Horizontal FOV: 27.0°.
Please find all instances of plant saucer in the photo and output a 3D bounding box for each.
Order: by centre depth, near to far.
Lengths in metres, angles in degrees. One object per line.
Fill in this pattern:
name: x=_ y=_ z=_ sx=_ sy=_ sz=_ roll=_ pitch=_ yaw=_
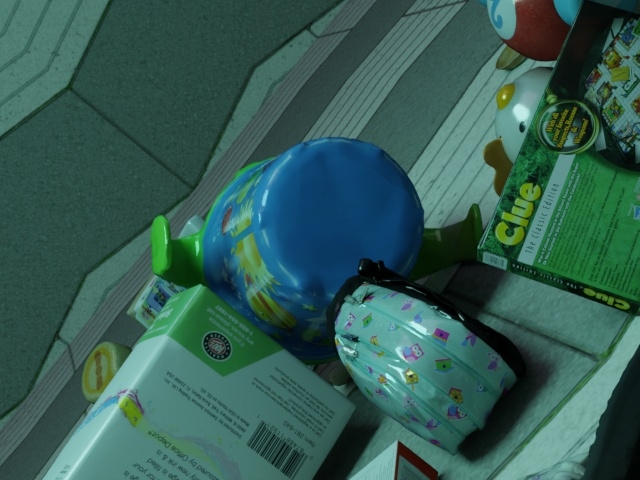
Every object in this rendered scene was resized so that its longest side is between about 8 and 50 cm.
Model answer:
plant saucer: x=0.267 y=-0.256 z=1.780 sx=0.083 sy=0.015 sz=0.083 roll=-47 pitch=14 yaw=15

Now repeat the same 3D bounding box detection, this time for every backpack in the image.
backpack: x=0.092 y=0.106 z=1.156 sx=0.115 sy=0.152 sz=0.182 roll=-57 pitch=26 yaw=-4

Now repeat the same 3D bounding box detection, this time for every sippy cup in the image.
sippy cup: x=0.000 y=0.000 z=1.358 sx=0.305 sy=0.240 sz=0.224 roll=-38 pitch=-3 yaw=-16

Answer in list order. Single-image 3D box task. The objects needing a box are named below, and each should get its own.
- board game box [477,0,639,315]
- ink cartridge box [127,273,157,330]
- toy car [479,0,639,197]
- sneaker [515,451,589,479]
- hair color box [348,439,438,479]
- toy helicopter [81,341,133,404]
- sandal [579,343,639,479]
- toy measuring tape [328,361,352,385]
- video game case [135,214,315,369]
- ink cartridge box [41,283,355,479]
board game box: x=0.236 y=-0.075 z=1.094 sx=0.030 sy=0.136 sz=0.260 roll=84 pitch=-151 yaw=-64
ink cartridge box: x=-0.115 y=0.098 z=1.689 sx=0.088 sy=0.193 sz=0.234 roll=-56 pitch=14 yaw=-28
toy car: x=0.223 y=-0.151 z=1.301 sx=0.238 sy=0.210 sz=0.219 roll=-62 pitch=25 yaw=4
sneaker: x=0.118 y=0.160 z=0.733 sx=0.152 sy=0.114 sz=0.305 roll=-43 pitch=-21 yaw=-3
hair color box: x=0.024 y=0.255 z=1.123 sx=0.167 sy=0.053 sz=0.093 roll=-42 pitch=17 yaw=25
toy helicopter: x=-0.208 y=0.237 z=1.572 sx=0.355 sy=0.140 sz=0.235 roll=39 pitch=106 yaw=53
sandal: x=0.219 y=0.117 z=0.670 sx=0.107 sy=0.168 sz=0.446 roll=-4 pitch=42 yaw=38
toy measuring tape: x=0.027 y=0.032 z=1.579 sx=0.121 sy=0.121 sz=0.330 roll=-41 pitch=16 yaw=33
video game case: x=-0.104 y=0.100 z=1.540 sx=0.023 sy=0.212 sz=0.193 roll=-40 pitch=-11 yaw=-45
ink cartridge box: x=-0.130 y=0.216 z=1.283 sx=0.278 sy=0.201 sz=0.117 roll=-56 pitch=14 yaw=-21
